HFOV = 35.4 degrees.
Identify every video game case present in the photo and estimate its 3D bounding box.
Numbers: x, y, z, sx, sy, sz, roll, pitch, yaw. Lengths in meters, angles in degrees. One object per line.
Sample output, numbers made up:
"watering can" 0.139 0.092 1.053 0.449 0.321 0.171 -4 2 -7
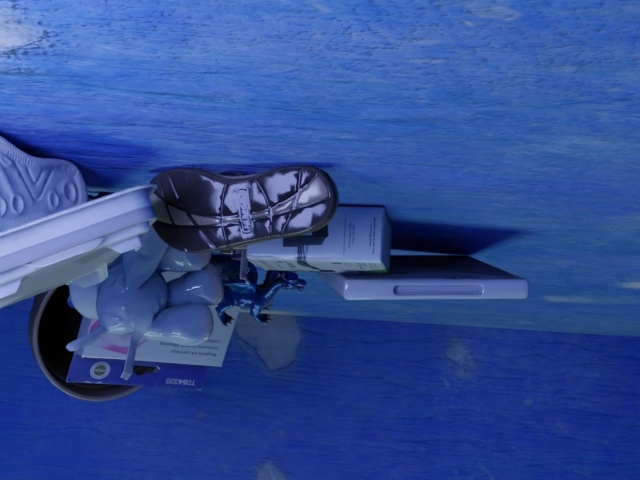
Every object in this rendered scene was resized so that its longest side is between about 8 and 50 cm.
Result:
"video game case" 0.160 0.059 1.728 0.299 0.036 0.329 0 -174 -9

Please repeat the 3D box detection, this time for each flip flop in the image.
"flip flop" -0.101 -0.047 1.298 0.277 0.112 0.080 -6 -177 22

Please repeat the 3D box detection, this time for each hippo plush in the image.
"hippo plush" -0.327 0.097 1.784 0.234 0.294 0.236 36 162 -32

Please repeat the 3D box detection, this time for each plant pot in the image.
"plant pot" -0.521 0.168 2.271 0.323 0.323 0.280 9 -175 -31

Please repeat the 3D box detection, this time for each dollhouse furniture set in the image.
"dollhouse furniture set" -0.168 0.036 1.869 0.091 0.081 0.114 0 170 23

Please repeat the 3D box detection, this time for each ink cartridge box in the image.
"ink cartridge box" 0.000 0.000 1.550 0.208 0.087 0.153 2 171 9
"ink cartridge box" -0.342 0.182 2.136 0.324 0.330 0.071 8 -162 -31

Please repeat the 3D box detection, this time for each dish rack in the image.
"dish rack" -0.356 0.033 1.282 0.285 0.072 0.333 -21 176 -27

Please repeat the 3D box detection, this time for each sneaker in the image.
"sneaker" -0.464 -0.054 1.229 0.236 0.130 0.323 -6 175 20

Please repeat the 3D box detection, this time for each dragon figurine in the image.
"dragon figurine" -0.171 0.096 2.068 0.289 0.144 0.085 2 -145 2

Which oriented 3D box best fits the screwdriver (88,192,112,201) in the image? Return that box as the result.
"screwdriver" -0.368 -0.070 1.507 0.169 0.025 0.024 13 171 -3
